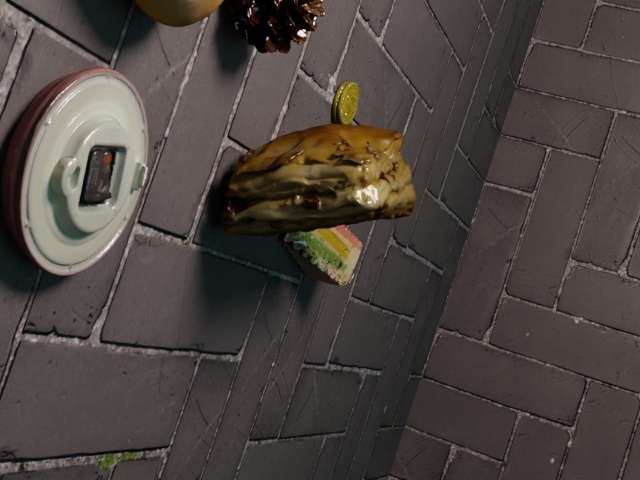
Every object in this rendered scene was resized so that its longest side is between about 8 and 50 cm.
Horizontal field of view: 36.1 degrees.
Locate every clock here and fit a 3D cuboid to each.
[{"bbox_3d":[-0.270,-0.078,1.127,0.244,0.056,0.244,-50,150,-44],"label":"clock"}]

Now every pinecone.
[{"bbox_3d":[-0.058,-0.328,1.374,0.140,0.121,0.140,-10,103,-54],"label":"pinecone"}]

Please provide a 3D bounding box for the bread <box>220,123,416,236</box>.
[{"bbox_3d":[0.001,-0.100,1.565,0.324,0.278,0.167,-9,91,-68],"label":"bread"}]

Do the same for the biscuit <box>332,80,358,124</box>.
[{"bbox_3d":[0.048,-0.259,1.848,0.084,0.023,0.084,-50,148,-47],"label":"biscuit"}]

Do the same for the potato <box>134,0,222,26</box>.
[{"bbox_3d":[-0.162,-0.336,1.098,0.150,0.146,0.234,-35,150,-10],"label":"potato"}]

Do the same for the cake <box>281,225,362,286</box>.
[{"bbox_3d":[-0.016,-0.004,1.868,0.225,0.090,0.109,43,67,-48],"label":"cake"}]
